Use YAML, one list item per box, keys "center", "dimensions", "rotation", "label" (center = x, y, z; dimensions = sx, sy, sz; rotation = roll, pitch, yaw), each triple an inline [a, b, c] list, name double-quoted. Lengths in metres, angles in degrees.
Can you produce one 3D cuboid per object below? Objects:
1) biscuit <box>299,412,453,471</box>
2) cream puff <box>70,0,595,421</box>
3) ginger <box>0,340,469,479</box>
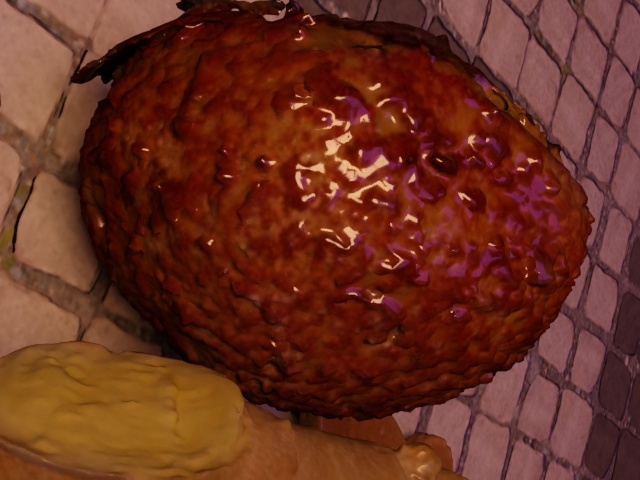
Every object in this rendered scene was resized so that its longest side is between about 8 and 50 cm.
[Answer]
- center: [0.045, 0.257, 0.939]
  dimensions: [0.340, 0.047, 0.216]
  rotation: [53, 58, -37]
  label: "biscuit"
- center: [0.004, 0.000, 0.675]
  dimensions: [0.350, 0.350, 0.229]
  rotation: [24, 67, -45]
  label: "cream puff"
- center: [-0.046, 0.156, 0.579]
  dimensions: [0.190, 0.126, 0.354]
  rotation: [-48, 122, 6]
  label: "ginger"
